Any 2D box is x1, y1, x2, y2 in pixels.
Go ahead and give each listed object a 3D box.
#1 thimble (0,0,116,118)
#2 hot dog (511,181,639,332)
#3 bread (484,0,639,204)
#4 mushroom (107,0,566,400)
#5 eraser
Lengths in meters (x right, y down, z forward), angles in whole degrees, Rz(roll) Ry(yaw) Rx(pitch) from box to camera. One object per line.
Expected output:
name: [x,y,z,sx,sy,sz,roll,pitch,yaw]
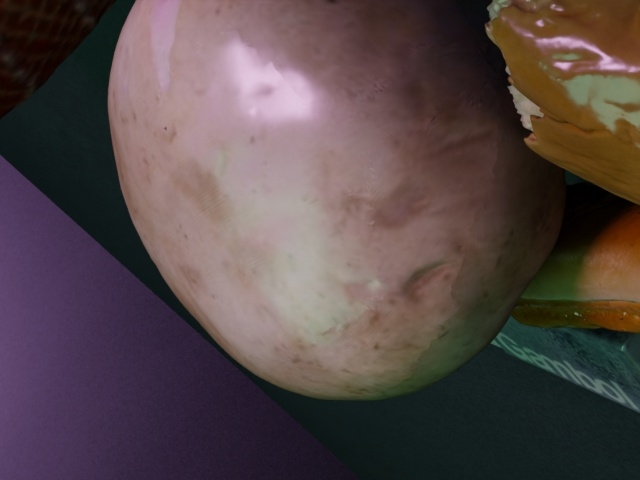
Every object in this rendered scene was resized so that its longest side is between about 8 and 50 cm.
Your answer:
thimble: [-0.322,-0.231,0.993,0.350,0.230,0.350,41,169,10]
hot dog: [0.158,0.005,0.669,0.249,0.102,0.076,179,85,-69]
bread: [0.123,-0.061,0.545,0.106,0.082,0.125,40,167,39]
mushroom: [0.003,-0.042,0.691,0.254,0.184,0.255,31,144,26]
eraser: [0.158,0.053,0.918,0.092,0.046,0.212,48,166,-30]
